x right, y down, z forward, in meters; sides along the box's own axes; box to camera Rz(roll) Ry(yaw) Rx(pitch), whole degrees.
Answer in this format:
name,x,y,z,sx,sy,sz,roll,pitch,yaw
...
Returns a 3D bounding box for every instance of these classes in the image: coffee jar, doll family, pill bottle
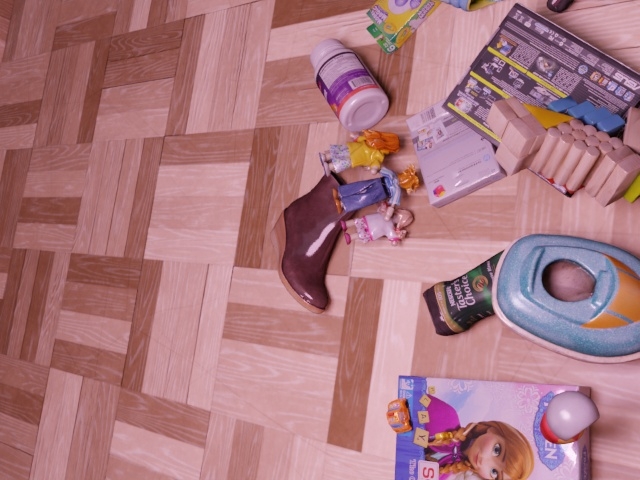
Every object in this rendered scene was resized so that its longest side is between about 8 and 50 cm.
name,x,y,z,sx,sy,sz,roll,pitch,yaw
coffee jar,0.268,0.093,1.187,0.184,0.079,0.096,-31,62,29
doll family,0.098,-0.121,1.325,0.163,0.118,0.262,-16,66,-1
pill bottle,0.052,-0.326,1.434,0.108,0.108,0.193,-42,57,23

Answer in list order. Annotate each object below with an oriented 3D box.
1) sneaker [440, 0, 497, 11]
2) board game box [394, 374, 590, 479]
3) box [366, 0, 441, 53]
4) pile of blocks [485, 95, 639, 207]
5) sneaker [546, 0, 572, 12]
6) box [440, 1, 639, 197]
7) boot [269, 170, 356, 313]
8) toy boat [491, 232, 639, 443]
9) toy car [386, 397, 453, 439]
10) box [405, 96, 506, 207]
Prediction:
name,x,y,z,sx,sy,sz,roll,pitch,yaw
sneaker,0.307,-0.561,1.300,0.208,0.127,0.319,32,85,18
board game box,0.270,0.386,1.125,0.318,0.066,0.318,-6,76,37
box,0.171,-0.479,1.421,0.179,0.043,0.105,-46,56,22
pile of blocks,0.426,-0.123,1.055,0.362,0.112,0.149,23,58,10
sneaker,0.509,-0.446,1.120,0.162,0.106,0.281,38,138,-2
box,0.373,-0.237,1.163,0.270,0.060,0.216,41,106,24
boot,0.000,0.000,1.409,0.207,0.090,0.248,-44,53,24
toy boat,0.373,0.136,0.993,0.268,0.148,0.318,12,69,12
toy car,0.160,0.298,1.164,0.122,0.041,0.060,-3,77,39
box,0.249,-0.174,1.291,0.145,0.038,0.186,-27,64,30
